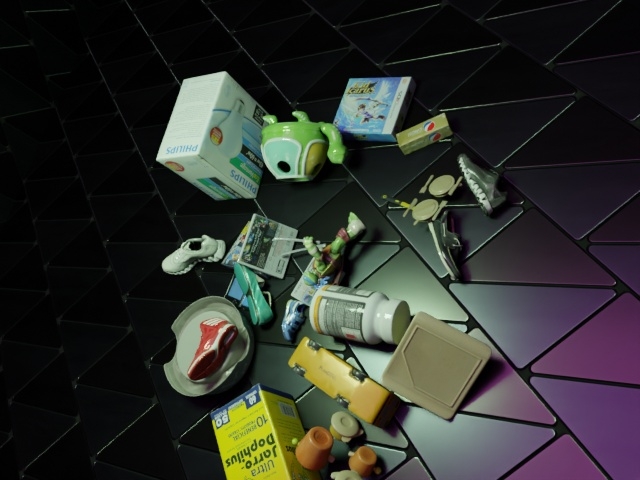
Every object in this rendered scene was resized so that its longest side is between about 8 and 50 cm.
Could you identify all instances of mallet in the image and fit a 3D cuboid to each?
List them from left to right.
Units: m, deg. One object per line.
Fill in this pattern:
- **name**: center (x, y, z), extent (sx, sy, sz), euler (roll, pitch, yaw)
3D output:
- **mallet**: center (0.282, -0.127, 1.877), extent (0.062, 0.039, 0.190), euler (-52, 48, -2)

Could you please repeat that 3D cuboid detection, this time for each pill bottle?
- **pill bottle**: center (0.119, 0.227, 1.712), extent (0.278, 0.162, 0.162), euler (6, 70, 33)

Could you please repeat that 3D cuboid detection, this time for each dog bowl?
- **dog bowl**: center (-0.384, 0.376, 1.980), extent (0.349, 0.102, 0.348), euler (-13, 61, 24)

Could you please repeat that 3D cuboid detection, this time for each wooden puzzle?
- **wooden puzzle**: center (0.308, 0.336, 1.527), extent (0.221, 0.044, 0.238), euler (27, 105, 6)

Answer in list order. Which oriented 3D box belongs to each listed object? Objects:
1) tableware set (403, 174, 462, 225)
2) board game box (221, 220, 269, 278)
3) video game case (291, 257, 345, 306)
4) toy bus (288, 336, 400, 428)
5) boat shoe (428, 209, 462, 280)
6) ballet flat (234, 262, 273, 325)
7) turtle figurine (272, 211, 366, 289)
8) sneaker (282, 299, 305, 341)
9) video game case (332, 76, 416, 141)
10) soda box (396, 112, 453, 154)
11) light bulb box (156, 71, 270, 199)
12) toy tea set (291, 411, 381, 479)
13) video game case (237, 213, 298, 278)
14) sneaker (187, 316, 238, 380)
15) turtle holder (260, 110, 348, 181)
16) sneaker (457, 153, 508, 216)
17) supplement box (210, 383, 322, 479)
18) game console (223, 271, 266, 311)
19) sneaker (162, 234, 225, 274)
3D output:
- **tableware set**: center (0.362, -0.126, 1.779), extent (0.128, 0.039, 0.194), euler (11, 57, 48)
- **board game box**: center (-0.240, 0.052, 2.083), extent (0.194, 0.060, 0.194), euler (28, 83, 37)
- **video game case**: center (-0.009, 0.149, 1.920), extent (0.143, 0.019, 0.157), euler (25, 80, 37)
- **toy bus**: center (0.064, 0.413, 1.671), extent (0.333, 0.130, 0.108), euler (27, 83, 37)
- **boat shoe**: center (0.390, 0.010, 1.708), extent (0.079, 0.084, 0.233), euler (-23, 54, 20)
- **ballet flat**: center (-0.228, 0.182, 1.989), extent (0.083, 0.087, 0.247), euler (-54, 53, 50)
- **turtle figurine**: center (0.000, 0.000, 1.865), extent (0.266, 0.198, 0.275), euler (-41, 53, -7)
- **sneaker**: center (-0.088, 0.266, 1.888), extent (0.059, 0.053, 0.144), euler (-3, 66, 28)
- **video game case**: center (0.192, -0.488, 2.094), extent (0.270, 0.061, 0.244), euler (9, 71, 34)
- **soda box**: center (0.354, -0.363, 1.931), extent (0.181, 0.061, 0.058), euler (-22, 58, 20)
- **light bulb box**: center (-0.393, -0.394, 2.212), extent (0.225, 0.358, 0.361), euler (0, 68, 33)
- **toy tea set**: center (0.070, 0.640, 1.551), extent (0.336, 0.200, 0.124), euler (50, 130, 38)
- **video game case**: center (-0.187, 0.021, 2.015), extent (0.022, 0.173, 0.190), euler (150, 139, -68)
- **sneaker**: center (-0.378, 0.353, 1.886), extent (0.221, 0.087, 0.128), euler (-48, 42, -14)
- **turtle holder**: center (-0.061, -0.336, 2.085), extent (0.320, 0.243, 0.227), euler (1, 88, 1)
- **sneaker**: center (0.506, -0.187, 1.746), extent (0.106, 0.078, 0.234), euler (-26, 57, 10)
- **supplement box**: center (-0.152, 0.635, 1.650), extent (0.194, 0.195, 0.356), euler (-35, 54, 12)
- **game console**: center (-0.273, 0.182, 2.033), extent (0.071, 0.107, 0.122), euler (-7, 59, 60)
- **sneaker**: center (-0.517, 0.049, 2.218), extent (0.292, 0.118, 0.110), euler (-21, 59, 23)
